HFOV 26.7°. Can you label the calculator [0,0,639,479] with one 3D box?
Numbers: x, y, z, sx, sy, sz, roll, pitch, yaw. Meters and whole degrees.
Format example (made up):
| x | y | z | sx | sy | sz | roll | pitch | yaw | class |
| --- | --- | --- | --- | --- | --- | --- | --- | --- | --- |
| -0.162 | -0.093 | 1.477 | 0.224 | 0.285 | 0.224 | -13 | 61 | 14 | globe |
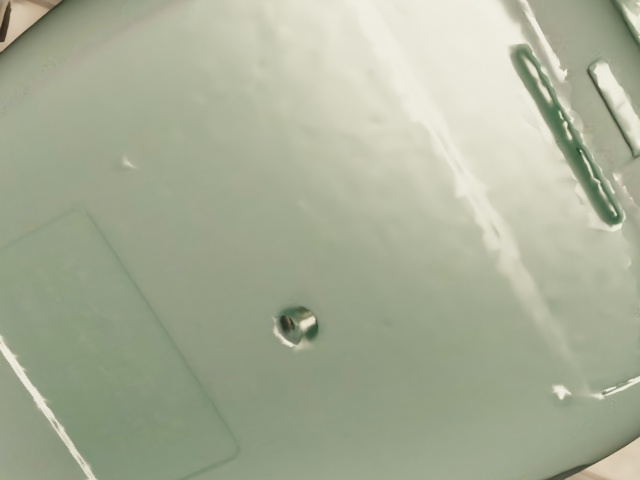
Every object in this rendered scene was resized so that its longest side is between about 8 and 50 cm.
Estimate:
| x | y | z | sx | sy | sz | roll | pitch | yaw | class |
| --- | --- | --- | --- | --- | --- | --- | --- | --- | --- |
| 0.000 | 0.000 | 0.372 | 0.298 | 0.041 | 0.186 | -25 | 103 | 22 | calculator |
